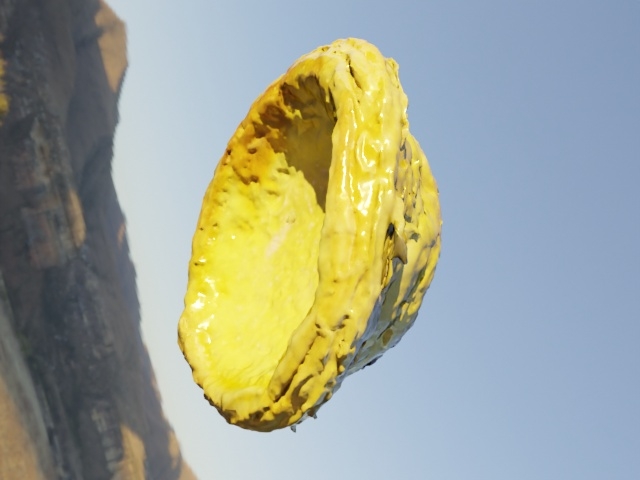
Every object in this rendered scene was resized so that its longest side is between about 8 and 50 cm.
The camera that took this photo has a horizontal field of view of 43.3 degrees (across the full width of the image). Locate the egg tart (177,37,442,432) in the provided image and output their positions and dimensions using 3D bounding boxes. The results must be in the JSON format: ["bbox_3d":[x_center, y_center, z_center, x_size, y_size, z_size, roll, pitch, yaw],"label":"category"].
[{"bbox_3d":[0.000,0.000,0.595,0.294,0.123,0.294,-37,-136,48],"label":"egg tart"}]
